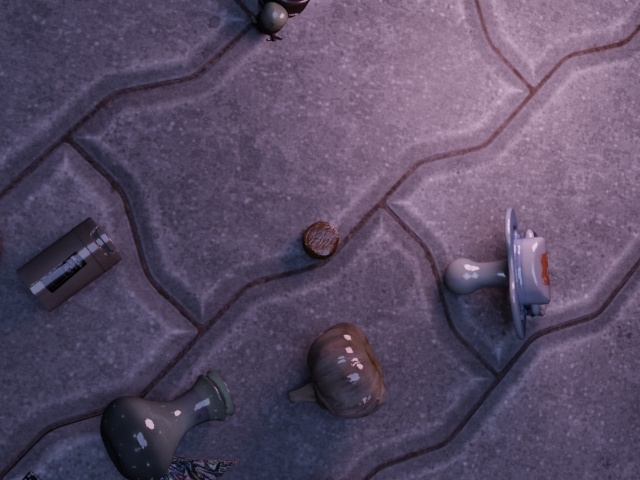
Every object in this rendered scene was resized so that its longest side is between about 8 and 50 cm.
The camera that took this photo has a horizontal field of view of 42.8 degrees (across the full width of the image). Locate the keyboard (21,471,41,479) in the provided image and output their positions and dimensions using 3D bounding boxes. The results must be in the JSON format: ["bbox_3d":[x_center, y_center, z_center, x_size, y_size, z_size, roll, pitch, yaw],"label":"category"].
[{"bbox_3d":[-0.526,0.545,1.629,0.195,0.018,0.060,43,78,-7],"label":"keyboard"}]

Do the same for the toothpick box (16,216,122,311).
[{"bbox_3d":[-0.501,0.047,1.637,0.180,0.111,0.111,-38,95,-14],"label":"toothpick box"}]

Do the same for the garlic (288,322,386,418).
[{"bbox_3d":[0.025,0.299,1.731,0.212,0.218,0.218,-28,92,13],"label":"garlic"}]

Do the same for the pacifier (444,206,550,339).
[{"bbox_3d":[0.401,0.078,1.862,0.233,0.244,0.299,-4,80,15],"label":"pacifier"}]

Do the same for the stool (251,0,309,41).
[{"bbox_3d":[-0.084,-0.548,1.811,0.125,0.121,0.217,26,73,-13],"label":"stool"}]

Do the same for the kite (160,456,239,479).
[{"bbox_3d":[-0.279,0.514,1.702,0.232,0.009,0.189,-41,95,-15],"label":"kite"}]

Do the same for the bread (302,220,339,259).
[{"bbox_3d":[0.000,0.000,1.810,0.085,0.053,0.085,1,78,-5],"label":"bread"}]

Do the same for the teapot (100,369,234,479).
[{"bbox_3d":[-0.305,0.363,1.638,0.251,0.183,0.183,-27,92,-29],"label":"teapot"}]
